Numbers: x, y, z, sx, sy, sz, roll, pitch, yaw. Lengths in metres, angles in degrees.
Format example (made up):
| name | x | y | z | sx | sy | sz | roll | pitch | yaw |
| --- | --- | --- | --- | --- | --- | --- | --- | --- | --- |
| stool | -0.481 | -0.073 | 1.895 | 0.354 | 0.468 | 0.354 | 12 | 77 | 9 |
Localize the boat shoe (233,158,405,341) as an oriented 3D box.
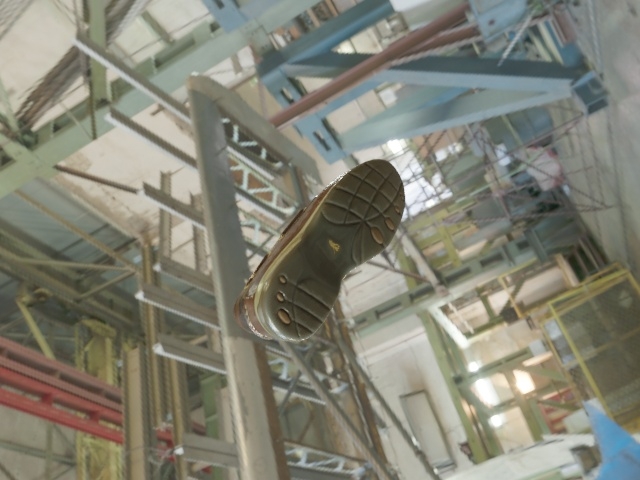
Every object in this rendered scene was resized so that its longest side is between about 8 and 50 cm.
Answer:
| name | x | y | z | sx | sy | sz | roll | pitch | yaw |
| --- | --- | --- | --- | --- | --- | --- | --- | --- | --- |
| boat shoe | 0.000 | 0.001 | 0.460 | 0.178 | 0.060 | 0.064 | -49 | -65 | -35 |
